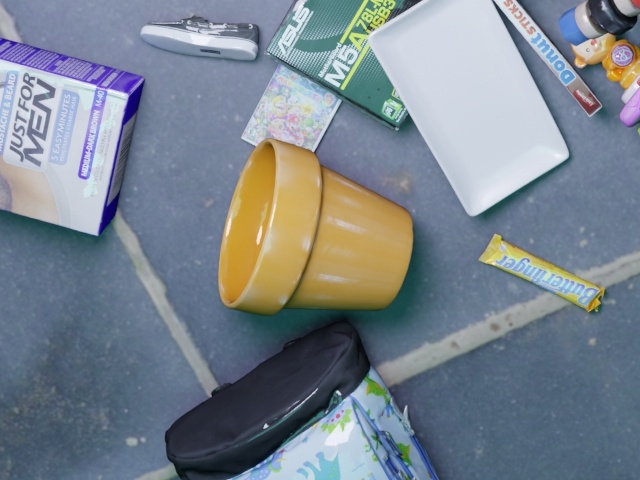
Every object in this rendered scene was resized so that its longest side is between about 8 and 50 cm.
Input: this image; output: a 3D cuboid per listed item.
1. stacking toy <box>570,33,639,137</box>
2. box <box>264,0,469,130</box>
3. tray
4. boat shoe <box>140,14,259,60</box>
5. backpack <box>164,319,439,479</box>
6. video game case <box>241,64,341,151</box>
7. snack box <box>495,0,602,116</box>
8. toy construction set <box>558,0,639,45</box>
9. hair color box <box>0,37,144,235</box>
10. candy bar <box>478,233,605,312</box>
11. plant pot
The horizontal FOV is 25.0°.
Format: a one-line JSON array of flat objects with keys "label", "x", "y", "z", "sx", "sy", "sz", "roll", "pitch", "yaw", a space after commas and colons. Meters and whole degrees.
[{"label": "stacking toy", "x": 0.410, "y": -0.156, "z": 1.653, "sx": 0.302, "sy": 0.166, "sz": 0.175, "roll": 40, "pitch": 108, "yaw": 7}, {"label": "box", "x": 0.059, "y": -0.254, "z": 1.681, "sx": 0.184, "sy": 0.045, "sz": 0.191, "roll": 31, "pitch": 103, "yaw": -8}, {"label": "tray", "x": 0.173, "y": -0.169, "z": 1.679, "sx": 0.145, "sy": 0.030, "sz": 0.270, "roll": -32, "pitch": 117, "yaw": 0}, {"label": "boat shoe", "x": -0.141, "y": -0.244, "z": 1.708, "sx": 0.142, "sy": 0.049, "sz": 0.040, "roll": 9, "pitch": 75, "yaw": 3}, {"label": "backpack", "x": 0.019, "y": 0.333, "z": 1.794, "sx": 0.290, "sy": 0.273, "sz": 0.355, "roll": -31, "pitch": 116, "yaw": 6}, {"label": "video game case", "x": -0.030, "y": -0.156, "z": 1.742, "sx": 0.087, "sy": 0.011, "sz": 0.122, "roll": 28, "pitch": 108, "yaw": -5}, {"label": "snack box", "x": 0.261, "y": -0.222, "z": 1.670, "sx": 0.022, "sy": 0.064, "sz": 0.178, "roll": -39, "pitch": 101, "yaw": 13}, {"label": "toy construction set", "x": 0.367, "y": -0.357, "z": 1.561, "sx": 0.237, "sy": 0.257, "sz": 0.309, "roll": 2, "pitch": 136, "yaw": -42}, {"label": "hair color box", "x": -0.399, "y": -0.144, "z": 1.725, "sx": 0.339, "sy": 0.110, "sz": 0.185, "roll": 15, "pitch": 110, "yaw": 1}, {"label": "candy bar", "x": 0.276, "y": 0.042, "z": 1.780, "sx": 0.161, "sy": 0.018, "sz": 0.040, "roll": 26, "pitch": 108, "yaw": -3}, {"label": "plant pot", "x": 0.000, "y": 0.000, "z": 1.707, "sx": 0.188, "sy": 0.205, "sz": 0.205, "roll": 14, "pitch": 109, "yaw": -17}]
